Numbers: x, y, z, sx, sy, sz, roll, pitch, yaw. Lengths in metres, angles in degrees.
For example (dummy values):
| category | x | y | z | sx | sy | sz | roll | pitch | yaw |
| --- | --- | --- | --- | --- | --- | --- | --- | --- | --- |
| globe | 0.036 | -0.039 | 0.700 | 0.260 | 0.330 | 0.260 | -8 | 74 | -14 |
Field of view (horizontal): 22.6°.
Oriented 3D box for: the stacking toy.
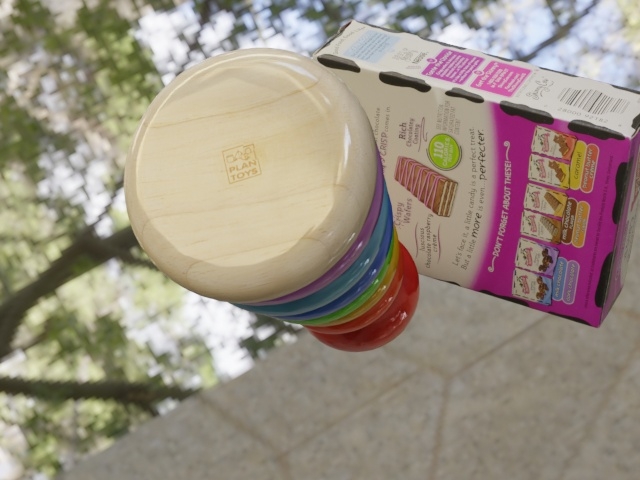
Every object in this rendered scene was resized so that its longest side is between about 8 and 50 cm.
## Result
| category | x | y | z | sx | sy | sz | roll | pitch | yaw |
| --- | --- | --- | --- | --- | --- | --- | --- | --- | --- |
| stacking toy | 0.000 | 0.000 | 0.991 | 0.141 | 0.141 | 0.330 | 52 | 3 | 21 |

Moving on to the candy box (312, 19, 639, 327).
| category | x | y | z | sx | sy | sz | roll | pitch | yaw |
| --- | --- | --- | --- | --- | --- | --- | --- | --- | --- |
| candy box | 0.108 | -0.049 | 1.134 | 0.233 | 0.071 | 0.159 | 17 | -54 | 19 |
